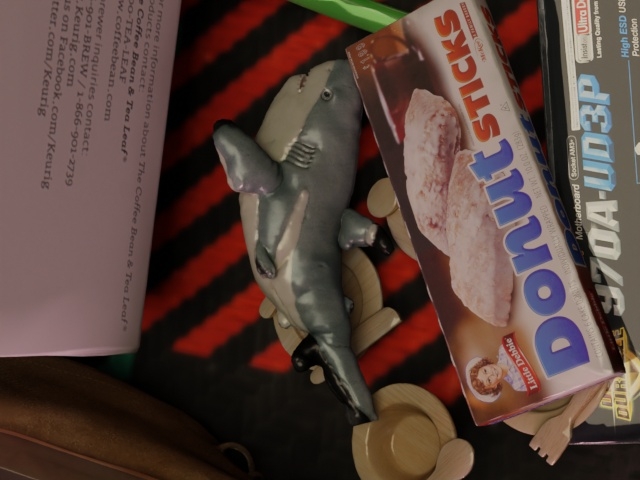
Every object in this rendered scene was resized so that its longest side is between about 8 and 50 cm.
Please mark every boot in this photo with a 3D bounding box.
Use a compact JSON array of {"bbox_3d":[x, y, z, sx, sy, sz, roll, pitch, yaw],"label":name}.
[{"bbox_3d":[-0.040,0.131,0.610,0.305,0.115,0.112,23,119,-4],"label":"boot"}]

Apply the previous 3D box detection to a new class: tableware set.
[{"bbox_3d":[0.046,0.039,0.594,0.141,0.020,0.168,-45,61,24],"label":"tableware set"}]

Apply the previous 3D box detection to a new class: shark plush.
[{"bbox_3d":[0.000,0.000,0.592,0.067,0.073,0.161,-14,69,10],"label":"shark plush"}]

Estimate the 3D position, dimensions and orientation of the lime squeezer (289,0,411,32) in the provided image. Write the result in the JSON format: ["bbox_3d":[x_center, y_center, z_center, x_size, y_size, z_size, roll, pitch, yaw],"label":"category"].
[{"bbox_3d":[-0.080,-0.100,0.653,0.310,0.059,0.110,-15,118,15],"label":"lime squeezer"}]

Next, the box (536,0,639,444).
[{"bbox_3d":[0.187,-0.024,0.567,0.175,0.051,0.220,-5,89,16],"label":"box"}]

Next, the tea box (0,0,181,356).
[{"bbox_3d":[-0.245,-0.134,0.571,0.324,0.220,0.329,8,92,33],"label":"tea box"}]

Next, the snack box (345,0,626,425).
[{"bbox_3d":[0.067,-0.016,0.560,0.064,0.022,0.178,-25,73,24],"label":"snack box"}]
